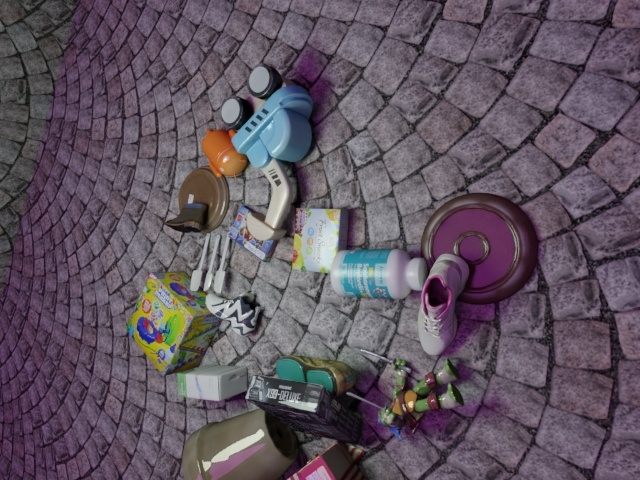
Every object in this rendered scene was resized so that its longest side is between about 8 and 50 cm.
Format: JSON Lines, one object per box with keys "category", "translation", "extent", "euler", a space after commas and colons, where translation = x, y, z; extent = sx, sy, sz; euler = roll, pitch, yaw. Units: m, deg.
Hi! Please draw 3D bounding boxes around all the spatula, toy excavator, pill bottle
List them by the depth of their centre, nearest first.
{"category": "pill bottle", "translation": [0.173, 0.097, 1.223], "extent": [0.264, 0.146, 0.146], "euler": [-3, 86, 31]}
{"category": "toy excavator", "translation": [-0.157, -0.281, 1.401], "extent": [0.433, 0.222, 0.445], "euler": [-39, 72, 25]}
{"category": "spatula", "translation": [-0.425, 0.081, 1.620], "extent": [0.168, 0.019, 0.242], "euler": [-2, 72, 35]}

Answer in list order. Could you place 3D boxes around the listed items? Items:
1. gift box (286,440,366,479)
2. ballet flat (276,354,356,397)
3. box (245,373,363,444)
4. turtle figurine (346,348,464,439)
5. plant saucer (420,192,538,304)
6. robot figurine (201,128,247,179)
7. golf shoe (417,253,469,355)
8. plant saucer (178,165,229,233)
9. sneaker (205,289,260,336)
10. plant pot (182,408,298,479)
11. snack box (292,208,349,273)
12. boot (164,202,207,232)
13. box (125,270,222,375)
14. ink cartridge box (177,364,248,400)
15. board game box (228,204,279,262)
{"category": "gift box", "translation": [0.036, 0.761, 1.221], "extent": [0.276, 0.258, 0.255], "euler": [-34, 68, 4]}
{"category": "ballet flat", "translation": [-0.014, 0.426, 1.329], "extent": [0.348, 0.123, 0.123], "euler": [-14, 80, 54]}
{"category": "box", "translation": [-0.041, 0.510, 1.250], "extent": [0.242, 0.307, 0.077], "euler": [-4, 50, 31]}
{"category": "turtle figurine", "translation": [0.232, 0.406, 1.146], "extent": [0.266, 0.197, 0.275], "euler": [-30, 77, 23]}
{"category": "plant saucer", "translation": [0.419, 0.022, 1.137], "extent": [0.310, 0.050, 0.311], "euler": [-1, 88, 30]}
{"category": "robot figurine", "translation": [-0.360, -0.332, 1.573], "extent": [0.158, 0.128, 0.219], "euler": [-37, 66, -10]}
{"category": "golf shoe", "translation": [0.305, 0.188, 1.114], "extent": [0.115, 0.140, 0.307], "euler": [17, 116, 32]}
{"category": "plant saucer", "translation": [-0.484, -0.168, 1.693], "extent": [0.277, 0.041, 0.278], "euler": [-1, 88, 31]}
{"category": "sneaker", "translation": [-0.314, 0.228, 1.543], "extent": [0.235, 0.094, 0.153], "euler": [36, 103, 29]}
{"category": "plant pot", "translation": [-0.236, 0.708, 1.378], "extent": [0.280, 0.323, 0.323], "euler": [-35, 70, 7]}
{"category": "snack box", "translation": [0.000, 0.000, 1.376], "extent": [0.174, 0.070, 0.207], "euler": [5, 91, 31]}
{"category": "boot", "translation": [-0.534, -0.091, 1.669], "extent": [0.219, 0.082, 0.106], "euler": [4, 68, 35]}
{"category": "box", "translation": [-0.575, 0.316, 1.647], "extent": [0.290, 0.177, 0.279], "euler": [36, 105, 27]}
{"category": "ink cartridge box", "translation": [-0.397, 0.522, 1.541], "extent": [0.212, 0.154, 0.093], "euler": [-9, 83, 30]}
{"category": "board game box", "translation": [-0.243, -0.026, 1.543], "extent": [0.201, 0.035, 0.136], "euler": [33, 104, 28]}
